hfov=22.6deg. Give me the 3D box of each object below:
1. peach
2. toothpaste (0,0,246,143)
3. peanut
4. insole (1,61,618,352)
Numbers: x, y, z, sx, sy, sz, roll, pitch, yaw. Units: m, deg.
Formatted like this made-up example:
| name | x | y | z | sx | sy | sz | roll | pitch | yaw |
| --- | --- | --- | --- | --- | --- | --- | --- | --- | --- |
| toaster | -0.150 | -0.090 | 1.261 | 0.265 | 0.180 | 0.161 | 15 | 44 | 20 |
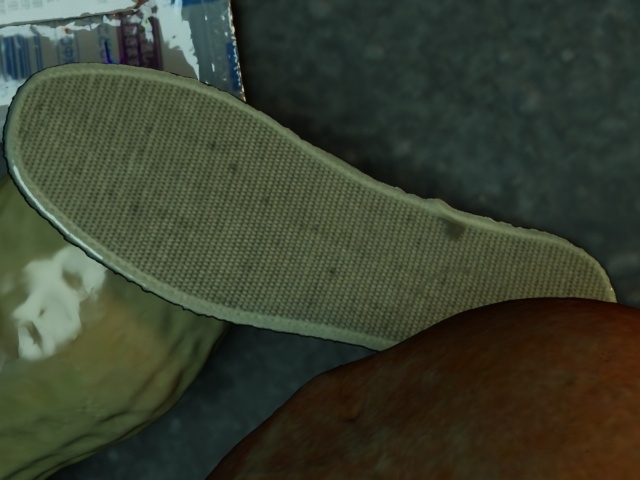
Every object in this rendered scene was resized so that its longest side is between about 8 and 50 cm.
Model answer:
| name | x | y | z | sx | sy | sz | roll | pitch | yaw |
| --- | --- | --- | --- | --- | --- | --- | --- | --- | --- |
| peach | 0.062 | 0.142 | 0.487 | 0.252 | 0.252 | 0.252 | 1 | 93 | 19 |
| toothpaste | -0.179 | -0.081 | 0.647 | 0.299 | 0.073 | 0.114 | -7 | 90 | 11 |
| peanut | -0.127 | 0.042 | 0.608 | 0.257 | 0.123 | 0.123 | -40 | 80 | 11 |
| insole | 0.000 | 0.000 | 0.557 | 0.232 | 0.003 | 0.080 | 20 | 72 | -10 |
